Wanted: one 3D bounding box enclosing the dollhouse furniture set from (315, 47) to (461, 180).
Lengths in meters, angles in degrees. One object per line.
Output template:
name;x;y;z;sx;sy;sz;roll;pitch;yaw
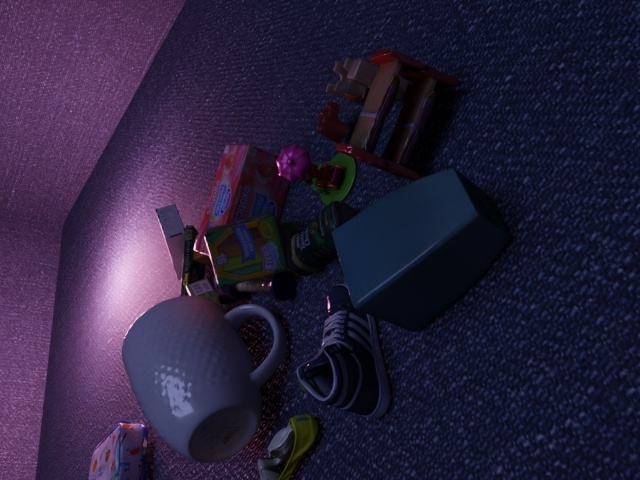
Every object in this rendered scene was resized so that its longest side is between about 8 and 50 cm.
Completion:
dollhouse furniture set;0.110;-0.261;1.180;0.201;0.152;0.374;-68;17;7

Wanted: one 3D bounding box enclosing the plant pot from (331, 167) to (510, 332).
plant pot;0.171;0.007;0.932;0.234;0.165;0.166;-39;46;27

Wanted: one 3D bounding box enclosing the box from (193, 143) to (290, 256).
box;-0.199;-0.087;1.491;0.142;0.154;0.300;13;85;55

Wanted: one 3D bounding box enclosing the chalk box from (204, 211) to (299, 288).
chalk box;-0.151;0.013;1.333;0.132;0.213;0.132;-138;33;-79

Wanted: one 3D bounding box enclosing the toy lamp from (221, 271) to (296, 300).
toy lamp;-0.166;0.113;1.423;0.274;0.080;0.080;-6;70;50

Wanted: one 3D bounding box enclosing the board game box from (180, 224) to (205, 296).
board game box;-0.377;0.099;1.689;0.030;0.136;0.260;-6;63;7

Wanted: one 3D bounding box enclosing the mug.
mug;-0.245;0.300;1.317;0.374;0.276;0.328;-39;43;-6

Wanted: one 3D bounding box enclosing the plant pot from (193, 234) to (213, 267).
plant pot;-0.314;0.021;1.670;0.083;0.081;0.081;-21;57;33

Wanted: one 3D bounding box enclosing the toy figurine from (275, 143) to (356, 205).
toy figurine;-0.032;-0.165;1.285;0.173;0.159;0.130;19;91;56

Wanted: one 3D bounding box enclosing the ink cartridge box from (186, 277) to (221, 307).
ink cartridge box;-0.300;0.219;1.536;0.109;0.062;0.209;43;146;53

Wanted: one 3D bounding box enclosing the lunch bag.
lunch bag;-0.630;0.707;1.772;0.303;0.115;0.243;-43;41;36

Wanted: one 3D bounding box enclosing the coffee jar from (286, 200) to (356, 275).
coffee jar;0.000;0.000;1.238;0.184;0.079;0.096;-41;45;38

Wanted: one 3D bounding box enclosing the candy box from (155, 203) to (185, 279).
candy box;-0.460;0.002;1.814;0.196;0.070;0.165;-127;25;-51

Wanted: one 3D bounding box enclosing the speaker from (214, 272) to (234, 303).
speaker;-0.269;0.108;1.586;0.055;0.055;0.136;-40;46;38

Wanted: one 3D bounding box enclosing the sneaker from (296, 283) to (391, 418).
sneaker;0.027;0.185;1.051;0.099;0.153;0.282;-46;42;32

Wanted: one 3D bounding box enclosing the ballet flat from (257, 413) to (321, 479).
ballet flat;-0.083;0.444;1.156;0.231;0.077;0.077;-60;37;17

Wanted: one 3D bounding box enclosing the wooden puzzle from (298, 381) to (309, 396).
wooden puzzle;-0.027;0.295;1.207;0.049;0.006;0.083;19;91;55
